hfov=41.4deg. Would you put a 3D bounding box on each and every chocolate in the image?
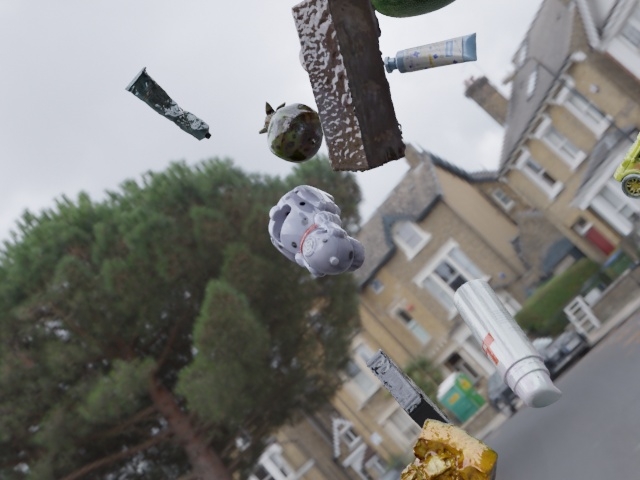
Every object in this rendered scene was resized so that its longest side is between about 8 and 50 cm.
[{"bbox_3d":[0.043,-0.279,1.446,0.112,0.321,0.112,-24,13,-41],"label":"chocolate"}]

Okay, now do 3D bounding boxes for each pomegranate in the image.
[{"bbox_3d":[-0.065,-0.262,2.008,0.149,0.169,0.148,-11,-51,-15],"label":"pomegranate"}]

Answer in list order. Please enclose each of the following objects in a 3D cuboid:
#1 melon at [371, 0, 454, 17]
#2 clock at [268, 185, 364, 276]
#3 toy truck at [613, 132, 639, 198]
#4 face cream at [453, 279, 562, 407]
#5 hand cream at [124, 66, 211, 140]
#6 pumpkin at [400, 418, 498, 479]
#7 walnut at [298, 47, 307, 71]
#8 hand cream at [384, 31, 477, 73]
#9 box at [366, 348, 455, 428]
[{"bbox_3d":[0.236,-0.611,1.935,0.288,0.182,0.182,-12,-5,19],"label":"melon"},{"bbox_3d":[0.001,-0.001,1.977,0.189,0.254,0.188,-11,-62,-22],"label":"clock"},{"bbox_3d":[0.650,-0.113,1.417,0.124,0.272,0.157,-38,-30,-44],"label":"toy truck"},{"bbox_3d":[0.413,0.232,1.897,0.102,0.345,0.102,-11,-49,-13],"label":"face cream"},{"bbox_3d":[-0.384,-0.345,2.206,0.052,0.248,0.075,-26,32,47],"label":"hand cream"},{"bbox_3d":[0.145,0.372,1.111,0.248,0.131,0.126,-51,-24,-37],"label":"pumpkin"},{"bbox_3d":[0.024,-0.480,2.077,0.207,0.115,0.116,-32,-2,44],"label":"walnut"},{"bbox_3d":[0.201,-0.336,1.548,0.171,0.065,0.043,-7,-26,20],"label":"hand cream"},{"bbox_3d":[0.247,0.398,1.952,0.058,0.211,0.350,-42,-49,1],"label":"box"}]
